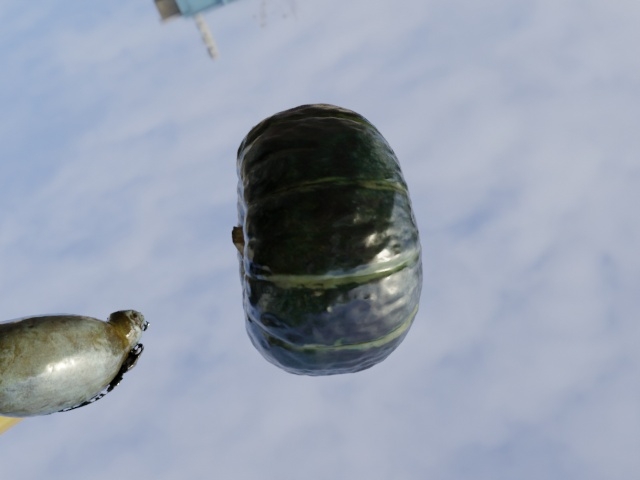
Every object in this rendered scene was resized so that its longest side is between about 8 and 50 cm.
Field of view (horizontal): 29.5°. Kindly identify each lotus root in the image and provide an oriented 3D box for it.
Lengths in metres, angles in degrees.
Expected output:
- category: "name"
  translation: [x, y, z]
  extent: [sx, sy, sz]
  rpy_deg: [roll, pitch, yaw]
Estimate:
- category: "lotus root"
  translation: [-0.211, 0.096, 0.970]
  extent: [0.165, 0.088, 0.088]
  rpy_deg: [-9, -157, -35]

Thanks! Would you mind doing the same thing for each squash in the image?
- category: "squash"
  translation: [0.000, 0.000, 1.121]
  extent: [0.165, 0.252, 0.252]
  rpy_deg: [-10, -146, -7]

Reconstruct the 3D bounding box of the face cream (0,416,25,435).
- category: "face cream"
  translation: [-0.337, 0.162, 1.122]
  extent: [0.078, 0.078, 0.273]
  rpy_deg: [-9, -170, 21]
